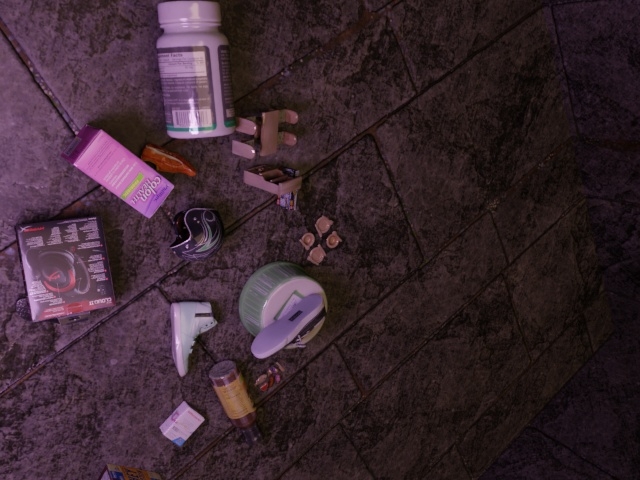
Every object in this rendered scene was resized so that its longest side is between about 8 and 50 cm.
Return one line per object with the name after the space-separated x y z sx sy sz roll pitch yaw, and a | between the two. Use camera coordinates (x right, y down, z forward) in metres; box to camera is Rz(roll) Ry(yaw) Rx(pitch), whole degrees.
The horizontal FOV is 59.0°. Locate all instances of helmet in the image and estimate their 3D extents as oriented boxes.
-0.383 -0.016 1.759 0.170 0.169 0.161 -2 88 -32 | helmet

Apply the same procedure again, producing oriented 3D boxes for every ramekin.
-0.122 0.236 2.004 0.304 0.148 0.303 -10 109 -30 | ramekin

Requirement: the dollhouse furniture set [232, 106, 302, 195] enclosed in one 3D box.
-0.147 -0.286 1.790 0.212 0.161 0.242 -28 131 -49 | dollhouse furniture set

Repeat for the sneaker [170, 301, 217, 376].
-0.412 0.324 1.874 0.151 0.094 0.255 -4 103 -26 | sneaker

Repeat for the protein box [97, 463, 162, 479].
-0.648 0.875 1.861 0.200 0.136 0.201 29 88 -34 | protein box

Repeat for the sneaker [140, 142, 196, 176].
-0.461 -0.235 1.718 0.175 0.064 0.067 25 110 -30 | sneaker

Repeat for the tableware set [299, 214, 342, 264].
0.000 0.000 2.093 0.168 0.020 0.141 -45 122 -13 | tableware set

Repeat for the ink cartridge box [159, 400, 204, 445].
-0.476 0.631 1.951 0.122 0.052 0.088 -46 123 -12 | ink cartridge box

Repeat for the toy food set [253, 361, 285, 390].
-0.187 0.519 2.123 0.122 0.019 0.078 -45 122 -14 | toy food set

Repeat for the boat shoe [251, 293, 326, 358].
-0.097 0.305 1.885 0.306 0.113 0.104 -42 129 -34 | boat shoe

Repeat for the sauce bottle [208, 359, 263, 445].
-0.293 0.587 2.024 0.111 0.111 0.344 -29 119 -23 | sauce bottle

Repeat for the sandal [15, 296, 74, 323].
-0.799 0.204 1.637 0.179 0.040 0.067 30 92 -49 | sandal

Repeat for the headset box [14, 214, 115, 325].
-0.707 0.088 1.572 0.218 0.110 0.293 -11 94 -30 | headset box

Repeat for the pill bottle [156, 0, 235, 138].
-0.356 -0.483 1.615 0.204 0.204 0.360 -12 110 -29 | pill bottle

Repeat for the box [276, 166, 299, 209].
-0.112 -0.179 1.925 0.027 0.094 0.136 -1 104 -32 | box

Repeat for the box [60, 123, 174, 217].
-0.562 -0.193 1.561 0.243 0.214 0.117 40 81 -35 | box
